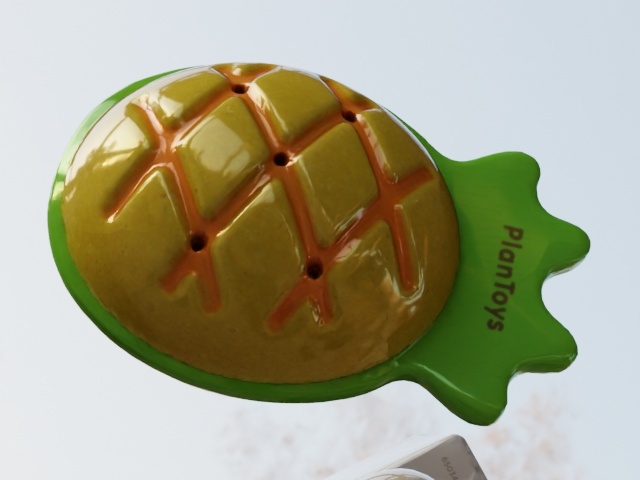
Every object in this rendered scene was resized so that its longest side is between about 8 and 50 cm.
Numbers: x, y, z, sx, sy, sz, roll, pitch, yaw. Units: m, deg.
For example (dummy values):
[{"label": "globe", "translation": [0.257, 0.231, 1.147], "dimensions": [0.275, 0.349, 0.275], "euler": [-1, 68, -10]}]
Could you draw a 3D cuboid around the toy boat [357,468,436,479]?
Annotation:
[{"label": "toy boat", "translation": [0.016, 0.207, 0.825], "dimensions": [0.151, 0.231, 0.151], "euler": [-27, -66, 20]}]

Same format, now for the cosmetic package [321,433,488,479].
[{"label": "cosmetic package", "translation": [0.024, 0.222, 1.213], "dimensions": [0.155, 0.197, 0.365], "euler": [62, -2, 6]}]

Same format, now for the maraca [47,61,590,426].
[{"label": "maraca", "translation": [0.000, 0.000, 0.672], "dimensions": [0.186, 0.127, 0.099], "euler": [13, -26, -3]}]
